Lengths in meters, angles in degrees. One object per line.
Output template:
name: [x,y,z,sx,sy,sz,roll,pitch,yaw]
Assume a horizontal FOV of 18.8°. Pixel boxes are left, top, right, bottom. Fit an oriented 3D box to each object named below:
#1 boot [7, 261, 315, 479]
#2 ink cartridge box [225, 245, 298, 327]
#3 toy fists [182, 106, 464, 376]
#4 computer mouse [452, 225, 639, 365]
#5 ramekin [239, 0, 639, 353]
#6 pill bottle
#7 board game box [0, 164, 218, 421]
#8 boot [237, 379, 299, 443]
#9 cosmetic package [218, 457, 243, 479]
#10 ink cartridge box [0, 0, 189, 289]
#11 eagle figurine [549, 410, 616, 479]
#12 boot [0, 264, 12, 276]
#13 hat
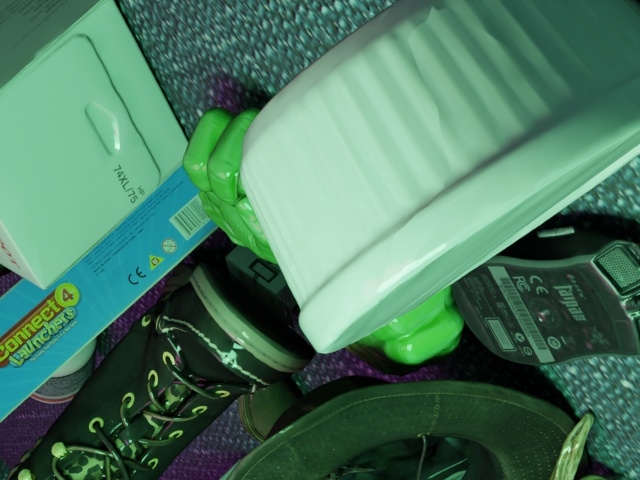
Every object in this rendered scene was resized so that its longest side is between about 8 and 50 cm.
boot: [-0.158,0.161,1.815,0.138,0.284,0.377,41,174,-14]
ink cartridge box: [-0.048,0.041,1.827,0.083,0.028,0.048,37,159,25]
toy fists: [0.000,0.000,1.566,0.279,0.096,0.142,43,159,11]
computer mouse: [0.217,0.061,1.319,0.262,0.060,0.184,-14,114,54]
ramekin: [0.077,-0.060,1.089,0.127,0.273,0.273,57,161,7]
pill bottle: [-0.335,0.130,2.434,0.108,0.108,0.180,43,159,9]
board game box: [-0.262,0.068,1.893,0.086,0.308,0.302,49,159,-5]
boot: [-0.011,0.194,2.014,0.106,0.082,0.219,5,135,29]
cosmetic package: [-0.017,0.535,2.262,0.329,0.327,0.393,18,147,51]
ink cartridge box: [-0.296,-0.125,1.755,0.270,0.197,0.198,26,152,42]
eagle figurine: [0.249,0.323,1.497,0.298,0.225,0.226,41,149,34]
boot: [-0.311,-0.046,1.916,0.248,0.207,0.090,11,140,57]
hat: [0.050,0.198,1.620,0.134,0.331,0.331,-115,0,-50]
